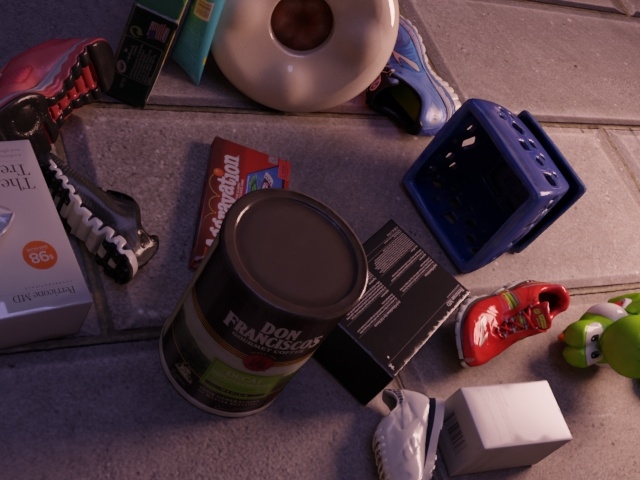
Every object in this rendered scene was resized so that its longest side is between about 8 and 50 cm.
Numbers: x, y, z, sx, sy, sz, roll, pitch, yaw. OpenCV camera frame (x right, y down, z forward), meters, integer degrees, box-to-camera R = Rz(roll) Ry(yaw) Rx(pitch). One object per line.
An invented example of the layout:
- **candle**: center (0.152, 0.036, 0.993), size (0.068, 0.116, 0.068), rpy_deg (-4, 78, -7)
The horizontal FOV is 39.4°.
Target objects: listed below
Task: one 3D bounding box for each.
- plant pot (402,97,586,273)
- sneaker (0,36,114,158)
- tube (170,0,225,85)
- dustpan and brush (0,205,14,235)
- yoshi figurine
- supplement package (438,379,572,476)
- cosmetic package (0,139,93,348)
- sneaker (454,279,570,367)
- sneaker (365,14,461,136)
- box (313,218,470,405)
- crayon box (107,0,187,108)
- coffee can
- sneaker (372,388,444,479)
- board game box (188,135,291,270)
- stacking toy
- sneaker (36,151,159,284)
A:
- **plant pot**: center (0.334, -0.105, 1.667), size (0.212, 0.236, 0.236), rpy_deg (-8, 58, -42)
- **sneaker**: center (-0.460, -0.218, 1.394), size (0.136, 0.116, 0.314), rpy_deg (17, 47, 24)
- **tube**: center (-0.215, -0.367, 1.567), size (0.052, 0.207, 0.080), rpy_deg (-27, 71, -38)
- **dustpan and brush**: center (-0.468, -0.001, 1.086), size (0.147, 0.060, 0.211), rpy_deg (21, 47, -16)
- **yoshi figurine**: center (0.605, 0.170, 1.629), size (0.362, 0.203, 0.203), rpy_deg (-13, 68, -34)
- **supplement package**: center (0.278, 0.291, 1.391), size (0.179, 0.105, 0.105), rpy_deg (2, 53, -29)
- **cosmetic package**: center (-0.523, 0.017, 1.150), size (0.377, 0.097, 0.284), rpy_deg (-11, 63, -36)
- **sneaker**: center (0.331, 0.130, 1.523), size (0.279, 0.118, 0.107), rpy_deg (-28, 106, -41)
- **sneaker**: center (0.148, -0.347, 1.823), size (0.147, 0.130, 0.330), rpy_deg (-17, 64, -42)
- **box**: center (0.095, 0.109, 1.434), size (0.184, 0.103, 0.261), rpy_deg (42, 44, 9)
- **crayon box**: center (-0.279, -0.411, 1.571), size (0.081, 0.202, 0.318), rpy_deg (22, 45, -13)
- **coffee can**: center (-0.085, 0.090, 1.219), size (0.201, 0.275, 0.201), rpy_deg (16, 48, -19)
- **sneaker**: center (0.116, 0.320, 1.299), size (0.095, 0.090, 0.235), rpy_deg (18, 42, 0)
- **board game box**: center (-0.128, -0.048, 1.484), size (0.145, 0.027, 0.281), rpy_deg (18, 47, -16)
- **stacking toy**: center (-0.044, -0.494, 1.768), size (0.350, 0.351, 0.480), rpy_deg (20, 28, -15)
- **sneaker**: center (-0.329, -0.045, 1.331), size (0.234, 0.078, 0.106), rpy_deg (48, 43, 6)
